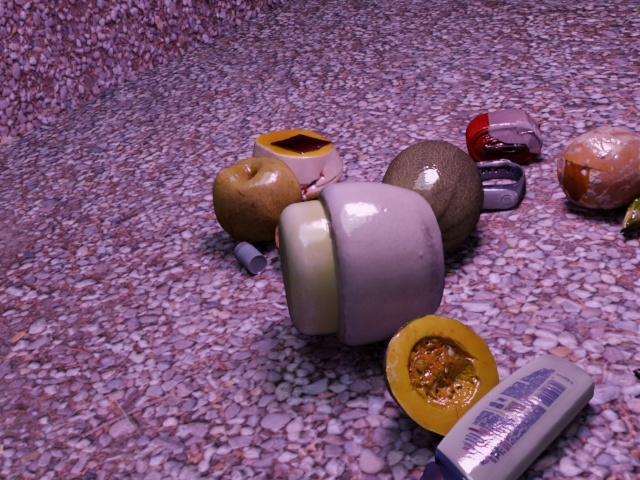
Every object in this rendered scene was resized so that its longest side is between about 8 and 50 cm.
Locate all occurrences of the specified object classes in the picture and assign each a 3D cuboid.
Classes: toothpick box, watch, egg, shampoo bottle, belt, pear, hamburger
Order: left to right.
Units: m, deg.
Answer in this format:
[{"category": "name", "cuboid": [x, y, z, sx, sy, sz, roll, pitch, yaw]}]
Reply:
[{"category": "toothpick box", "cuboid": [-0.168, 0.042, 1.986, 0.052, 0.052, 0.083, -25, 34, -21]}, {"category": "pear", "cuboid": [-0.153, -0.094, 2.060, 0.229, 0.211, 0.188, 1, 41, 21]}, {"category": "hamburger", "cuboid": [-0.068, -0.210, 2.287, 0.227, 0.151, 0.295, -18, 26, -21]}, {"category": "shampoo bottle", "cuboid": [0.083, 0.043, 1.628, 0.318, 0.322, 0.322, -5, 30, -6]}, {"category": "watch", "cuboid": [0.411, -0.142, 2.077, 0.207, 0.068, 0.193, -3, 28, 9]}, {"category": "shampoo bottle", "cuboid": [0.291, 0.313, 1.333, 0.359, 0.078, 0.134, -34, 41, -32]}, {"category": "belt", "cuboid": [0.488, -0.268, 2.197, 0.201, 0.128, 0.124, -4, 32, 10]}, {"category": "egg", "cuboid": [0.659, -0.165, 1.896, 0.233, 0.194, 0.195, 5, 33, 44]}]

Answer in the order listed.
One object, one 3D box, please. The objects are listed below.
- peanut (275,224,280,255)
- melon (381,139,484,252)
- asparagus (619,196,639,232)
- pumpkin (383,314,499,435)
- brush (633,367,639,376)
[{"category": "peanut", "cuboid": [0.000, 0.000, 1.938, 0.233, 0.110, 0.197, 14, 44, 37]}, {"category": "melon", "cuboid": [0.251, -0.094, 1.884, 0.238, 0.237, 0.301, -1, 37, 18]}, {"category": "asparagus", "cuboid": [0.795, -0.095, 1.850, 0.343, 0.082, 0.085, -20, 67, -12]}, {"category": "pumpkin", "cuboid": [0.194, 0.241, 1.445, 0.217, 0.217, 0.110, -31, -5, -30]}, {"category": "brush", "cuboid": [0.612, 0.255, 1.380, 0.063, 0.016, 0.193, -29, 34, -27]}]
